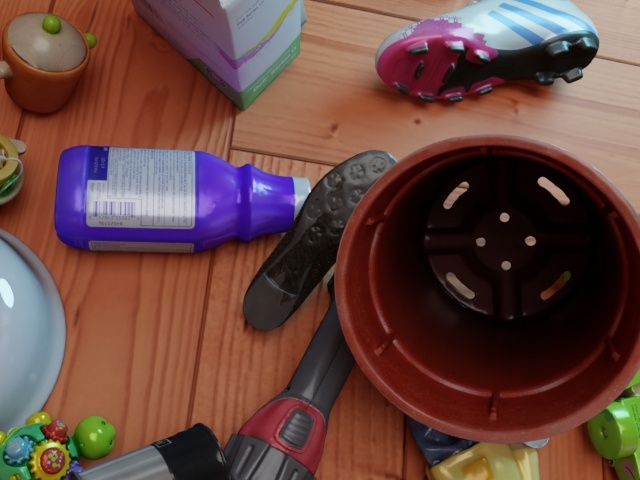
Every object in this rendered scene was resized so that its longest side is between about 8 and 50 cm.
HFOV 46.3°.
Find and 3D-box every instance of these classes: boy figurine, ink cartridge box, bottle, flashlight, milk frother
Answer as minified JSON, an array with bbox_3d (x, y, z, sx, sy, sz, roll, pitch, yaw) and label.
[{"bbox_3d":[0.170,0.268,0.821,0.177,0.092,0.285,-14,71,-21],"label":"boy figurine"},{"bbox_3d":[-0.128,-0.305,0.814,0.207,0.353,0.119,43,81,5],"label":"ink cartridge box"},{"bbox_3d":[-0.154,-0.046,0.863,0.282,0.092,0.118,1,68,-12],"label":"bottle"},{"bbox_3d":[-0.002,0.144,0.830,0.103,0.103,0.304,10,57,33],"label":"flashlight"},{"bbox_3d":[-0.158,0.272,0.723,0.134,0.129,0.143,-14,66,-32],"label":"milk frother"}]

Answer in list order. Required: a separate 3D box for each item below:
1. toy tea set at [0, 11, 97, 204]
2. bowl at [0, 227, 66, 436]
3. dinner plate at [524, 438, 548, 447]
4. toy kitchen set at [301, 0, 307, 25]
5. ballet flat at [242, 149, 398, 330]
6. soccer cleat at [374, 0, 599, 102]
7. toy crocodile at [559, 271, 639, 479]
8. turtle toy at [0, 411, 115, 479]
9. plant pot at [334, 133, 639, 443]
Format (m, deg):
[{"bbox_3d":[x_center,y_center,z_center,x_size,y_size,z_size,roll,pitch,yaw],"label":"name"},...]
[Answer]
[{"bbox_3d":[-0.379,-0.159,0.795,0.200,0.124,0.336,23,52,-16],"label":"toy tea set"},{"bbox_3d":[-0.415,0.087,0.740,0.297,0.134,0.298,4,69,-10],"label":"bowl"},{"bbox_3d":[0.233,0.168,0.866,0.141,0.017,0.141,34,41,-36],"label":"dinner plate"},{"bbox_3d":[-0.033,-0.401,1.026,0.166,0.122,0.207,44,88,5],"label":"toy kitchen set"},{"bbox_3d":[0.000,0.000,0.854,0.084,0.058,0.250,38,97,1],"label":"ballet flat"},{"bbox_3d":[0.218,-0.276,1.029,0.331,0.116,0.143,-7,56,-16],"label":"soccer cleat"},{"bbox_3d":[0.357,0.160,0.902,0.115,0.105,0.341,-12,78,-16],"label":"toy crocodile"},{"bbox_3d":[-0.268,0.217,0.749,0.130,0.066,0.095,-21,88,-50],"label":"turtle toy"},{"bbox_3d":[0.181,0.022,0.761,0.272,0.265,0.272,3,101,17],"label":"plant pot"}]
